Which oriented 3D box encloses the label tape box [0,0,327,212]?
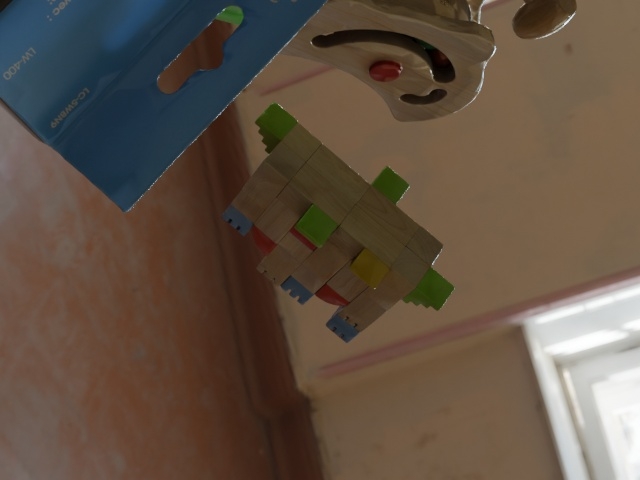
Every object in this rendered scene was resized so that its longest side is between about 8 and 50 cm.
[{"bbox_3d":[-0.173,-0.221,0.759,0.334,0.240,0.106,41,-9,7],"label":"label tape box"}]

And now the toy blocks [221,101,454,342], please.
[{"bbox_3d":[0.000,0.000,1.832,0.381,0.261,0.190,40,55,-3],"label":"toy blocks"}]

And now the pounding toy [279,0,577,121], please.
[{"bbox_3d":[0.076,-0.211,1.058,0.270,0.154,0.154,11,64,-22],"label":"pounding toy"}]

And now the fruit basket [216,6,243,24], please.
[{"bbox_3d":[-0.172,-0.466,1.433,0.392,0.283,0.392,-168,-90,-78],"label":"fruit basket"}]
